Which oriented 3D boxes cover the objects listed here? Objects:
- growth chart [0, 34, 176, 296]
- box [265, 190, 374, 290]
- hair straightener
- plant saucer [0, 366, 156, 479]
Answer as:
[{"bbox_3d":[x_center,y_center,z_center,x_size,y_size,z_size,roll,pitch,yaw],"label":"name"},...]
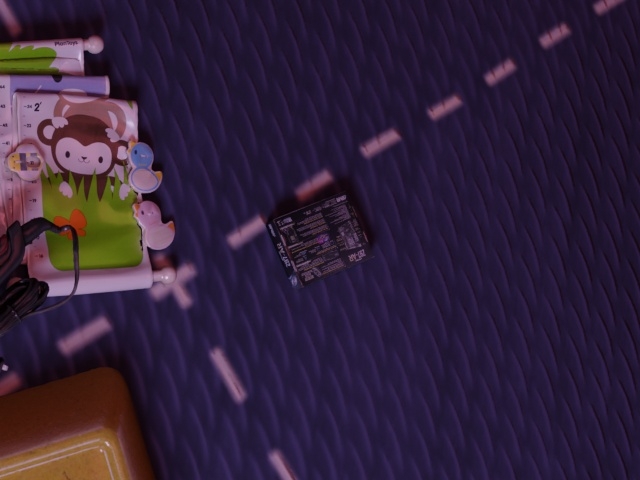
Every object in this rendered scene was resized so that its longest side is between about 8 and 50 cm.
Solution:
[{"bbox_3d":[-0.215,-0.063,1.343,0.172,0.021,0.237,-14,85,-29],"label":"growth chart"},{"bbox_3d":[0.000,0.000,1.440,0.083,0.018,0.067,-23,88,-30],"label":"box"},{"bbox_3d":[-0.273,0.066,1.257,0.230,0.047,0.089,-42,98,-27],"label":"hair straightener"},{"bbox_3d":[-0.240,0.287,1.203,0.332,0.081,0.333,-15,84,-29],"label":"plant saucer"}]
